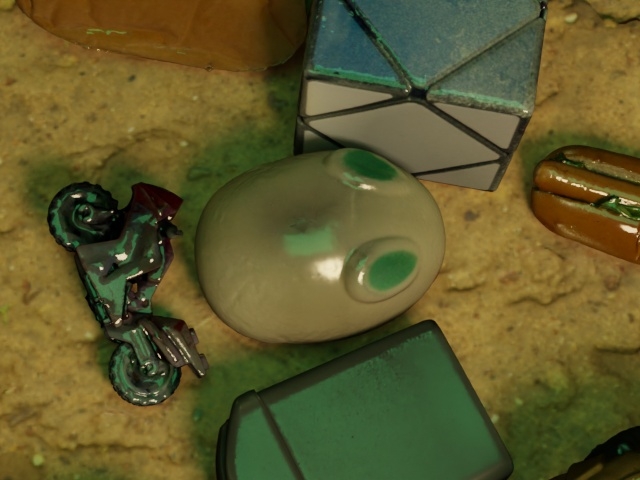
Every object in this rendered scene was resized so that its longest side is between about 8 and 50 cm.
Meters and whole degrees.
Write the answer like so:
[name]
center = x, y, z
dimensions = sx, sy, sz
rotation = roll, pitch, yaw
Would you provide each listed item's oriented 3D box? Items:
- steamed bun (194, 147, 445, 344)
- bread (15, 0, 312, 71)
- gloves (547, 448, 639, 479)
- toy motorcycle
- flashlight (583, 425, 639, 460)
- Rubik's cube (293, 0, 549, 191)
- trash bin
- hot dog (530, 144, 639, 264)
[steamed bun]
center = 0.000, 0.000, 1.472
dimensions = 0.228, 0.131, 0.177
rotation = -5, 71, -2
[bread]
center = -0.139, -0.279, 1.528
dimensions = 0.288, 0.204, 0.156
rotation = 5, 61, 3
[gloves]
center = 0.232, 0.248, 1.339
dimensions = 0.331, 0.154, 0.141
rotation = -38, 71, 18
[toy motorcycle]
center = -0.160, 0.039, 1.482
dimensions = 0.122, 0.082, 0.213
rotation = -21, 86, -10
[flashlight]
center = 0.319, 0.268, 1.429
dimensions = 0.093, 0.093, 0.232
rotation = -31, 70, -12
[Rubik's cube]
center = 0.091, -0.183, 1.497
dimensions = 0.205, 0.207, 0.205
rotation = 10, 73, -1
[trash bin]
center = 0.027, 0.188, 1.429
dimensions = 0.236, 0.101, 0.177
rotation = -25, 73, -13
[hot dog]
center = 0.316, -0.024, 1.529
dimensions = 0.249, 0.068, 0.100
rotation = 16, 71, 2
